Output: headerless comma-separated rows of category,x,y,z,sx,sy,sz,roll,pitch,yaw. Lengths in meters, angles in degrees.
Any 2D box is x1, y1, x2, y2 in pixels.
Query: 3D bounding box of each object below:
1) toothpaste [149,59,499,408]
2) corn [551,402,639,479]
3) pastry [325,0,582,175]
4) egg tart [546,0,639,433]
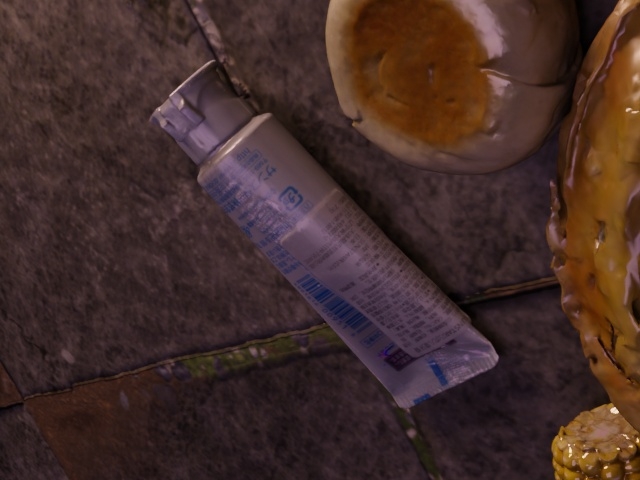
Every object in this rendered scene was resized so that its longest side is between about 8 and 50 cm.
toothpaste,0.000,0.000,0.744,0.299,0.073,0.114,47,133,-7
corn,0.234,0.257,0.700,0.101,0.101,0.310,-11,104,39
pastry,0.078,-0.114,0.598,0.156,0.092,0.156,17,122,29
egg tart,0.302,0.026,0.459,0.443,0.178,0.443,18,126,26
